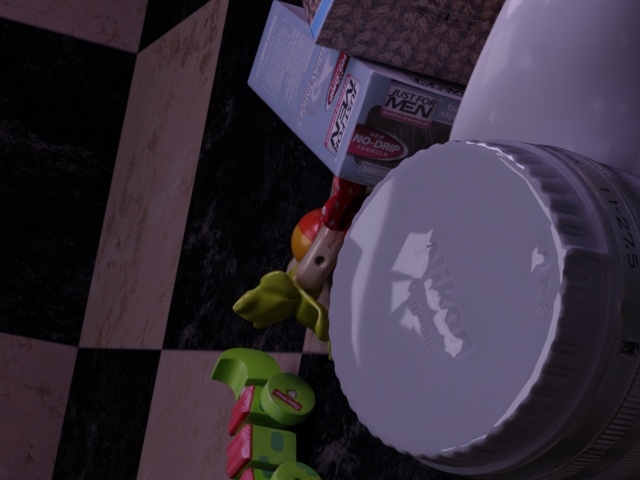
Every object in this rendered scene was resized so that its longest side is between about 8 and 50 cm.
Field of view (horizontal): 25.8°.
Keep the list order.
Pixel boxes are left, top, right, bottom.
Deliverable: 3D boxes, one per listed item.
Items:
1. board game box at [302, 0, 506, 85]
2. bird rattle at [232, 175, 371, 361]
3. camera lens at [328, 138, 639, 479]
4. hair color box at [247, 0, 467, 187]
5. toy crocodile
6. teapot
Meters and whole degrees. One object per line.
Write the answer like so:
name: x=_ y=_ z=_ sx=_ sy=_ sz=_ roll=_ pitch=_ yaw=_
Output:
board game box: x=0.101 y=-0.303 z=1.434 sx=0.291 sy=0.232 sz=0.141 roll=-103 pitch=33 yaw=-50
bird rattle: x=0.000 y=0.000 z=1.672 sx=0.207 sy=0.143 sz=0.253 roll=-90 pitch=22 yaw=-73
camera lens: x=0.170 y=0.058 z=0.936 sx=0.219 sy=0.274 sz=0.219 roll=-16 pitch=69 yaw=46
hair color box: x=0.062 y=-0.150 z=1.505 sx=0.374 sy=0.185 sz=0.114 roll=-130 pitch=56 yaw=-65
toy crocodile: x=-0.069 y=0.271 z=1.700 sx=0.340 sy=0.105 sz=0.115 roll=-97 pitch=29 yaw=-42
teapot: x=0.224 y=-0.114 z=1.093 sx=0.252 sy=0.187 sz=0.256 roll=-58 pitch=-10 yaw=-26
